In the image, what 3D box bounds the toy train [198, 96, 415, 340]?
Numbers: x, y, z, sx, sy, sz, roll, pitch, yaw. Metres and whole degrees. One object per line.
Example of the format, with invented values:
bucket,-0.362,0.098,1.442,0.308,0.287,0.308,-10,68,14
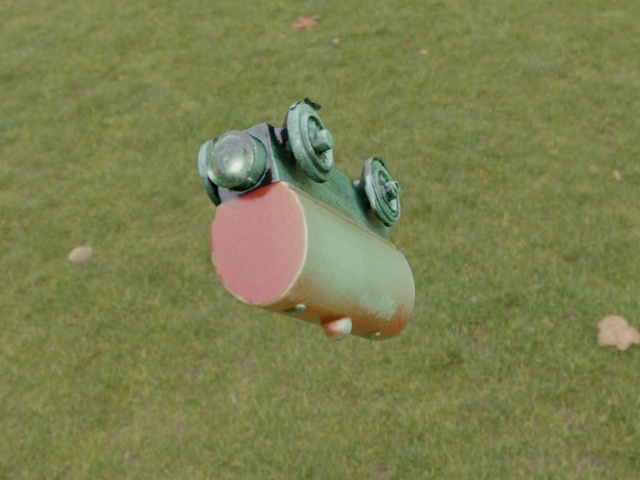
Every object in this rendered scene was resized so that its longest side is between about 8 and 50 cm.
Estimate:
toy train,0.000,0.000,0.762,0.116,0.285,0.177,-18,71,20
